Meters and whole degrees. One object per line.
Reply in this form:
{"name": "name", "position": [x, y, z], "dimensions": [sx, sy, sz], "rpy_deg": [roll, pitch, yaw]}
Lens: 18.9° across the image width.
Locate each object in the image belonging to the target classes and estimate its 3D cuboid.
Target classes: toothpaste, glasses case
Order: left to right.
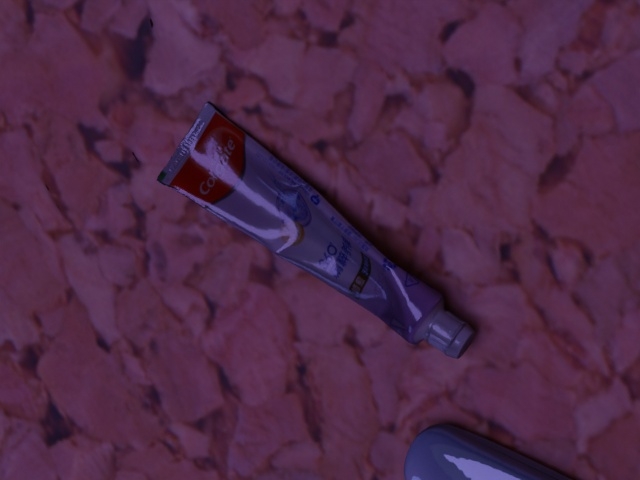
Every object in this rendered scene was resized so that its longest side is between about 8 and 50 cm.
{"name": "toothpaste", "position": [0.000, 0.000, 1.583], "dimensions": [0.301, 0.048, 0.075], "rpy_deg": [35, 118, 15]}
{"name": "glasses case", "position": [0.152, 0.209, 1.564], "dimensions": [0.178, 0.045, 0.067], "rpy_deg": [24, 111, 16]}
